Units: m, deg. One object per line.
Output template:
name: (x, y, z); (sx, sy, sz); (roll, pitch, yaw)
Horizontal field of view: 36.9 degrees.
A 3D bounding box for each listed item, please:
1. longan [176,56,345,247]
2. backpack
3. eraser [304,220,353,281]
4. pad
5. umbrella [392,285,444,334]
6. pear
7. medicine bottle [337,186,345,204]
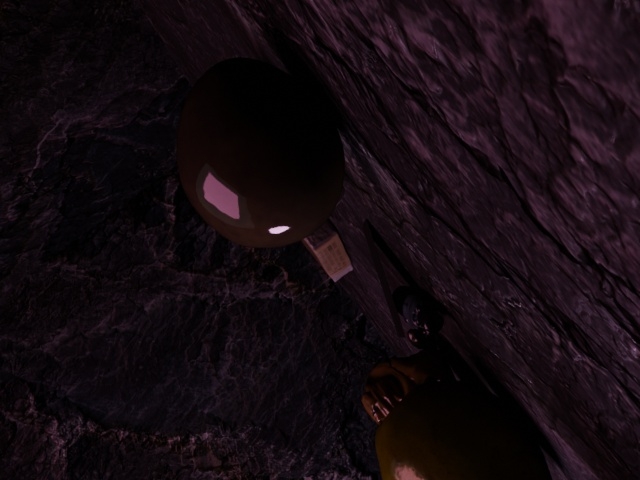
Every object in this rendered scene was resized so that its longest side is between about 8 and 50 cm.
longan: (-0.078, -0.113, 1.229); (0.248, 0.248, 0.248); (53, 177, 4)
backpack: (0.230, 0.355, 1.902); (0.353, 0.201, 0.378); (52, 174, 2)
eraser: (0.000, 0.000, 2.458); (0.144, 0.078, 0.343); (52, 178, 18)
pad: (0.110, 0.070, 1.683); (0.143, 0.003, 0.211); (88, 165, -84)
umbrella: (0.163, 0.114, 1.608); (0.250, 0.052, 0.053); (-146, 52, -82)
pear: (0.237, 0.373, 1.573); (0.307, 0.253, 0.253); (48, 175, 26)
medicine bottle: (-0.072, -0.138, 1.482); (0.237, 0.139, 0.139); (54, 177, -21)
